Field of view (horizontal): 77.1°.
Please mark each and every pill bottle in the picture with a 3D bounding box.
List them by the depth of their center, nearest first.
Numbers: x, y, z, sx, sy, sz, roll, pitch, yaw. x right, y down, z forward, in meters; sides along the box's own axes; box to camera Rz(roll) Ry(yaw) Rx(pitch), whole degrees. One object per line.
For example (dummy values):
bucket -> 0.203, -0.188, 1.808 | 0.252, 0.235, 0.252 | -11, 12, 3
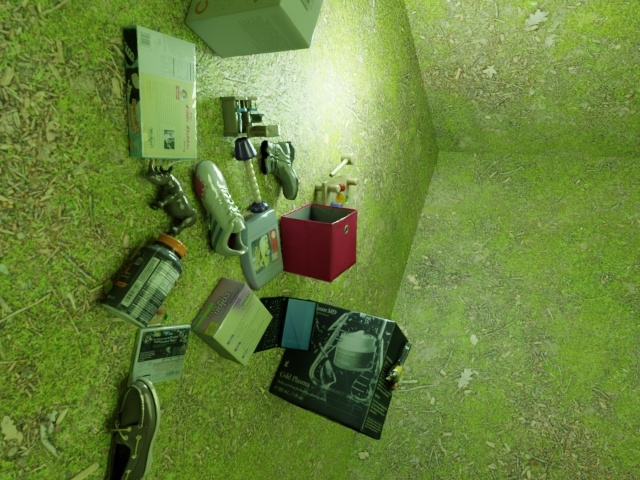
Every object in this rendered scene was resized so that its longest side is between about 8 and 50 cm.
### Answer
pill bottle -> -0.470, 0.103, 1.105 | 0.246, 0.130, 0.130 | -64, 147, -27

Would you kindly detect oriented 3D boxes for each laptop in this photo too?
laptop -> -0.148, 0.370, 1.736 | 0.264, 0.136, 0.235 | 10, 89, -60

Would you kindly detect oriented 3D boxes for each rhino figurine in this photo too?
rhino figurine -> -0.434, -0.124, 1.158 | 0.106, 0.073, 0.244 | -48, 137, -37

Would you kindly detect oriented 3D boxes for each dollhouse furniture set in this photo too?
dollhouse furniture set -> -0.216, -0.414, 1.340 | 0.129, 0.183, 0.130 | -29, 123, -54

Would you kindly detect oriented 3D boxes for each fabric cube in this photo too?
fabric cube -> 0.000, 0.000, 1.763 | 0.254, 0.258, 0.259 | -29, 124, -55

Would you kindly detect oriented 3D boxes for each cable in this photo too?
cable -> 0.358, 0.570, 1.770 | 0.287, 0.072, 0.140 | -28, 126, -53

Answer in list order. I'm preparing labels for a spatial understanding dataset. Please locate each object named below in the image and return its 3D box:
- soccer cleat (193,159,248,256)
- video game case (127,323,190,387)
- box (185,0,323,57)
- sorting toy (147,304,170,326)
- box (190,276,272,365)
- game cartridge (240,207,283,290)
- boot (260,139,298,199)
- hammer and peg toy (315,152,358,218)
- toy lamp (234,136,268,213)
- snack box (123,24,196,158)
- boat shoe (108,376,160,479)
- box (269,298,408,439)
soccer cleat -> -0.309, -0.098, 1.311 | 0.116, 0.143, 0.332 | -41, 132, -48
video game case -> -0.495, 0.352, 1.243 | 0.190, 0.022, 0.173 | 13, 87, -60
box -> -0.184, -0.682, 1.156 | 0.168, 0.345, 0.215 | 30, 72, -59
sorting toy -> -0.490, 0.229, 1.222 | 0.083, 0.012, 0.062 | 4, 94, -60
box -> -0.312, 0.294, 1.447 | 0.214, 0.117, 0.243 | -62, 146, -29
game cartridge -> -0.234, 0.039, 1.577 | 0.196, 0.060, 0.295 | -35, 128, -47
boot -> -0.173, -0.272, 1.584 | 0.161, 0.083, 0.247 | -20, 110, -49
hammer and peg toy -> 0.077, -0.237, 1.964 | 0.266, 0.127, 0.362 | -30, 124, -51
toy lamp -> -0.250, -0.234, 1.446 | 0.080, 0.080, 0.275 | -47, 139, -44
snack box -> -0.430, -0.388, 1.100 | 0.187, 0.060, 0.322 | -16, 112, -58
boat shoe -> -0.534, 0.548, 1.133 | 0.096, 0.116, 0.325 | -10, 115, -59
box -> 0.098, 0.587, 1.879 | 0.297, 0.479, 0.472 | 55, 51, -50
